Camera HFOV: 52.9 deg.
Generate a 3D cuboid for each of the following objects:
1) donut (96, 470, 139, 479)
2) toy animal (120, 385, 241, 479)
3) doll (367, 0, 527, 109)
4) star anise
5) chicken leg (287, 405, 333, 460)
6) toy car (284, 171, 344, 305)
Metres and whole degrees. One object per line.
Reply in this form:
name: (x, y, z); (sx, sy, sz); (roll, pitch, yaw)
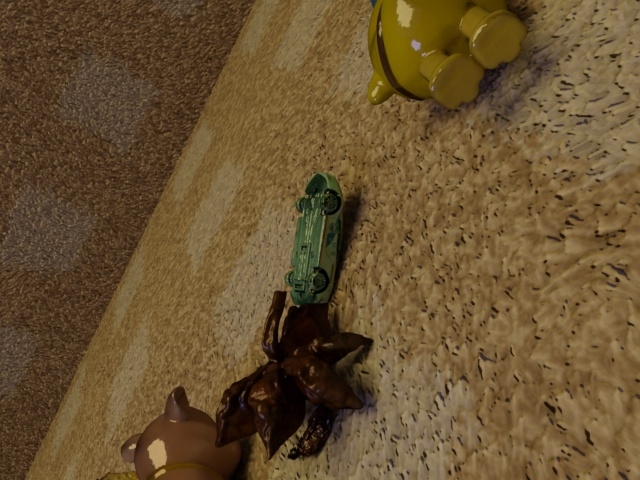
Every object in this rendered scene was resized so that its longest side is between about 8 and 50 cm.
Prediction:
donut: (-0.270, 0.457, 0.915); (0.259, 0.101, 0.152); (-125, 20, -68)
toy animal: (-0.178, 0.338, 0.842); (0.165, 0.149, 0.248); (-41, 43, 17)
doll: (0.116, -0.253, 0.761); (0.199, 0.145, 0.363); (-43, 26, 15)
star anise: (-0.040, 0.156, 0.732); (0.196, 0.111, 0.212); (-51, 23, 16)
chicken leg: (-0.010, 0.224, 0.732); (0.083, 0.021, 0.036); (-60, 32, 8)
toy car: (0.000, 0.000, 0.872); (0.093, 0.058, 0.186); (-3, 78, 63)
